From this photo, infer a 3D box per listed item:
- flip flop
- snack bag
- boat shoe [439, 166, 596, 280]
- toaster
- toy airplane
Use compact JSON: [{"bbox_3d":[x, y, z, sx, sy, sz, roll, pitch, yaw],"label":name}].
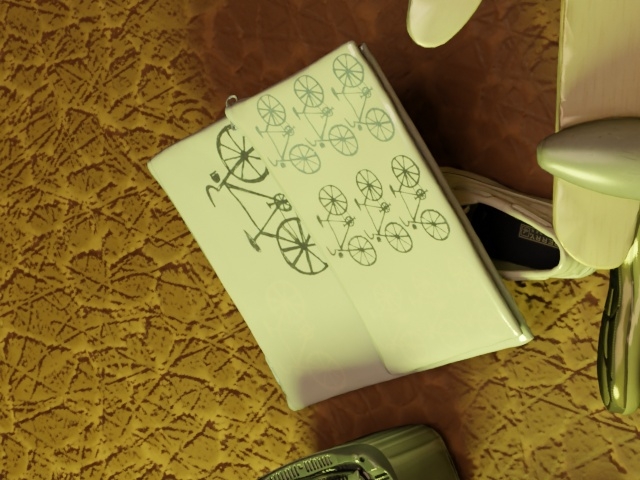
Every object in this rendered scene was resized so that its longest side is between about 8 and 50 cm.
[{"bbox_3d":[0.301,0.023,1.513,0.080,0.112,0.277,6,99,4],"label":"flip flop"},{"bbox_3d":[0.000,0.000,1.626,0.342,0.037,0.323,-21,104,45],"label":"snack bag"},{"bbox_3d":[0.140,-0.016,1.594,0.258,0.084,0.095,7,101,37],"label":"boat shoe"},{"bbox_3d":[0.041,0.257,1.666,0.227,0.146,0.129,-26,84,31],"label":"toaster"},{"bbox_3d":[0.257,-0.223,1.301,0.384,0.272,0.386,-42,117,-8],"label":"toy airplane"}]
